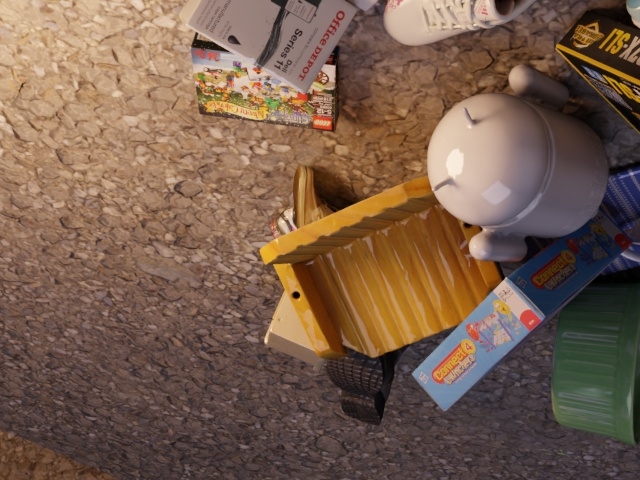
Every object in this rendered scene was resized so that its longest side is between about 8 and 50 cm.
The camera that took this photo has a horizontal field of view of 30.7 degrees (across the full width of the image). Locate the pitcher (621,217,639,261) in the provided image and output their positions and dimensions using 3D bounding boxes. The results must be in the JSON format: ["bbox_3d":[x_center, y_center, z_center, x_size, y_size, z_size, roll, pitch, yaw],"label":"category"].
[{"bbox_3d":[0.612,0.024,1.964,0.207,0.125,0.178,32,155,-7],"label":"pitcher"}]

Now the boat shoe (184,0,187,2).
[{"bbox_3d":[-0.119,-0.336,1.756,0.224,0.073,0.080,25,143,-18],"label":"boat shoe"}]

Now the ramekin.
[{"bbox_3d":[0.525,0.217,2.152,0.148,0.303,0.303,5,145,22],"label":"ramekin"}]

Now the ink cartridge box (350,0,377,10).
[{"bbox_3d":[0.043,-0.440,1.586,0.223,0.045,0.224,29,141,-23],"label":"ink cartridge box"}]

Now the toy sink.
[{"bbox_3d":[-0.026,0.155,2.313,0.131,0.152,0.234,23,166,2],"label":"toy sink"}]

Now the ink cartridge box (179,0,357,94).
[{"bbox_3d":[-0.075,-0.328,1.683,0.208,0.087,0.153,28,101,-22],"label":"ink cartridge box"}]

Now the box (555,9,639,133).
[{"bbox_3d":[0.500,-0.182,1.608,0.257,0.322,0.079,39,95,-31],"label":"box"}]

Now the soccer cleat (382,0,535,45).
[{"bbox_3d":[0.201,-0.338,1.597,0.116,0.143,0.331,33,140,-27],"label":"soccer cleat"}]

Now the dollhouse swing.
[{"bbox_3d":[0.108,0.062,1.933,0.347,0.305,0.315,-23,100,11],"label":"dollhouse swing"}]

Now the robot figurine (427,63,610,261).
[{"bbox_3d":[0.300,-0.113,1.773,0.200,0.299,0.353,13,-177,43],"label":"robot figurine"}]

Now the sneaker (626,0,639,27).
[{"bbox_3d":[0.438,-0.413,1.442,0.208,0.127,0.319,22,134,-18],"label":"sneaker"}]

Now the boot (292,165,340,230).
[{"bbox_3d":[0.037,-0.044,2.110,0.165,0.077,0.213,-7,117,-2],"label":"boot"}]

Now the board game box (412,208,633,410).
[{"bbox_3d":[0.336,0.115,1.950,0.086,0.302,0.308,48,136,12],"label":"board game box"}]

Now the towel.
[{"bbox_3d":[0.496,-0.029,2.043,0.336,0.040,0.243,-17,134,32],"label":"towel"}]

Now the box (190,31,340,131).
[{"bbox_3d":[-0.086,-0.256,1.884,0.233,0.044,0.159,8,145,6],"label":"box"}]

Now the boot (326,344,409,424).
[{"bbox_3d":[0.105,0.204,2.319,0.118,0.222,0.338,18,152,11],"label":"boot"}]

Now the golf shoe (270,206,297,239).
[{"bbox_3d":[0.000,0.000,2.196,0.186,0.067,0.086,28,140,-21],"label":"golf shoe"}]
